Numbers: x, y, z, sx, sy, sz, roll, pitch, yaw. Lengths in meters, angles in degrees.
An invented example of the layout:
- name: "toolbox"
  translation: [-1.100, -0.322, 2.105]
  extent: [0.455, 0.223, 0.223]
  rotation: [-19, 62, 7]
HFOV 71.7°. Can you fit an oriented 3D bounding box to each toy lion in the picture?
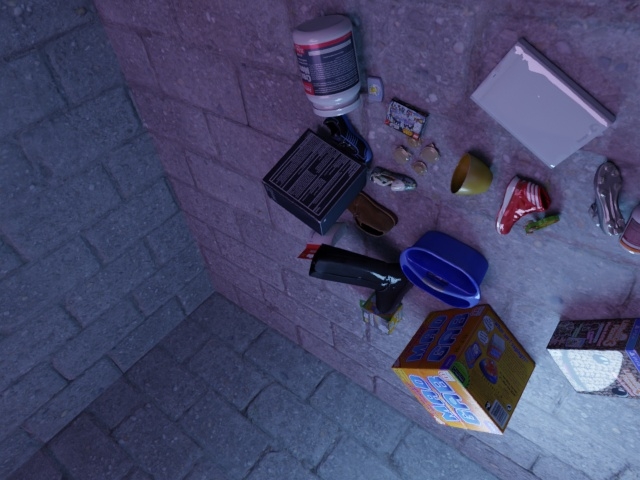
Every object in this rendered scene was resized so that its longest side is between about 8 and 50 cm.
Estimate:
- name: "toy lion"
  translation: [0.689, -0.051, 1.378]
  extent: [0.100, 0.096, 0.034]
  rotation: [36, -141, -70]

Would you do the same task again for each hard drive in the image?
- name: "hard drive"
  translation: [0.578, -0.355, 1.179]
  extent: [0.307, 0.040, 0.203]
  rotation: [44, 149, 4]

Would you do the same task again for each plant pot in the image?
- name: "plant pot"
  translation: [0.487, -0.199, 1.408]
  extent: [0.095, 0.134, 0.134]
  rotation: [15, 147, -4]

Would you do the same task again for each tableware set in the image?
- name: "tableware set"
  translation: [0.335, -0.301, 1.554]
  extent: [0.141, 0.020, 0.168]
  rotation: [42, 148, 4]

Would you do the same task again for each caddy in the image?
- name: "caddy"
  translation: [0.477, 0.123, 1.732]
  extent: [0.341, 0.179, 0.241]
  rotation: [31, 147, 23]

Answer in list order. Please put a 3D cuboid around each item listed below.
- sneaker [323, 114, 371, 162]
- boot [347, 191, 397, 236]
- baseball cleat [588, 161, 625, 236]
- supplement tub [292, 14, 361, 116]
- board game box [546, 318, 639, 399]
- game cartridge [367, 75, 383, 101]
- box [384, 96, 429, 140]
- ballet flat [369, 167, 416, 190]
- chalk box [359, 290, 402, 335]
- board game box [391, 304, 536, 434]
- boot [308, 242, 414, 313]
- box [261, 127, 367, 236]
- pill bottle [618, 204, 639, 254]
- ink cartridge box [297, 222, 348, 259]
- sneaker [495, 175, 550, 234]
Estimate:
- name: "sneaker"
  translation: [0.098, -0.378, 1.676]
  extent: [0.232, 0.090, 0.081]
  rotation: [52, 149, -10]
- name: "boot"
  translation: [0.168, -0.124, 1.874]
  extent: [0.305, 0.115, 0.112]
  rotation: [32, 149, 23]
- name: "baseball cleat"
  translation: [0.767, -0.111, 1.210]
  extent: [0.109, 0.072, 0.205]
  rotation: [-104, 2, -80]
- name: "supplement tub"
  translation: [0.028, -0.566, 1.441]
  extent: [0.191, 0.191, 0.272]
  rotation: [20, 141, 36]
- name: "board game box"
  translation: [0.975, 0.399, 1.496]
  extent: [0.232, 0.141, 0.291]
  rotation: [52, 149, -10]
- name: "game cartridge"
  translation: [0.186, -0.509, 1.490]
  extent: [0.056, 0.017, 0.083]
  rotation: [19, 141, 31]
- name: "box"
  translation: [0.286, -0.404, 1.475]
  extent: [0.137, 0.027, 0.093]
  rotation: [33, 141, 20]
- name: "ballet flat"
  translation: [0.269, -0.220, 1.685]
  extent: [0.189, 0.070, 0.070]
  rotation: [24, 143, 31]
- name: "chalk box"
  translation: [0.297, 0.360, 2.276]
  extent: [0.213, 0.132, 0.132]
  rotation: [27, 146, 30]
- name: "board game box"
  translation: [0.606, 0.540, 1.893]
  extent: [0.356, 0.356, 0.356]
  rotation: [50, 150, -8]
- name: "boot"
  translation: [0.159, 0.183, 2.002]
  extent: [0.446, 0.146, 0.367]
  rotation: [9, 138, -12]
- name: "box"
  translation: [-0.018, -0.227, 1.762]
  extent: [0.294, 0.296, 0.182]
  rotation: [37, 168, 15]
- name: "pill bottle"
  translation: [0.859, -0.041, 1.168]
  extent: [0.086, 0.086, 0.152]
  rotation: [26, 145, 30]
- name: "ink cartridge box"
  translation: [0.000, 0.000, 2.111]
  extent: [0.181, 0.224, 0.056]
  rotation: [4, 131, 48]
- name: "sneaker"
  translation: [0.633, -0.086, 1.386]
  extent: [0.128, 0.087, 0.221]
  rotation: [28, 146, 32]
